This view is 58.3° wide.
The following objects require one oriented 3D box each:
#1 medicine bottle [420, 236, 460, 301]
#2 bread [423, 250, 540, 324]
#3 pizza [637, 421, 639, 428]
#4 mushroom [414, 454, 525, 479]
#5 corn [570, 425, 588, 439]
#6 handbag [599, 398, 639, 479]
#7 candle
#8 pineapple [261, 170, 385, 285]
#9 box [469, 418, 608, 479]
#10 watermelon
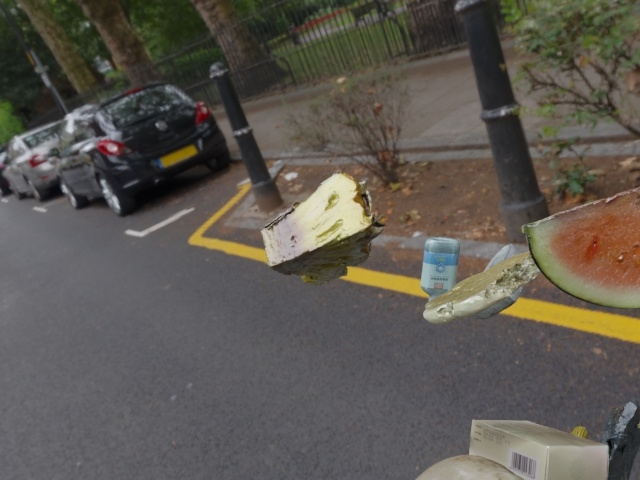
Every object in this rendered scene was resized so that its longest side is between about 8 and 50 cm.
[{"bbox_3d":[0.309,0.097,1.495,0.090,0.208,0.053,4,13,3],"label":"medicine bottle"},{"bbox_3d":[0.271,0.079,0.955,0.251,0.038,0.182,-25,-6,-37],"label":"bread"},{"bbox_3d":[0.371,0.166,0.571,0.109,0.122,0.026,-21,-13,24],"label":"pizza"},{"bbox_3d":[0.278,0.518,0.882,0.295,0.361,0.362,-4,15,-18],"label":"mushroom"},{"bbox_3d":[0.572,0.446,1.282,0.037,0.037,0.092,-2,10,43],"label":"corn"},{"bbox_3d":[0.691,0.495,1.343,0.089,0.270,0.175,21,0,34],"label":"handbag"},{"bbox_3d":[0.408,0.104,1.321,0.192,0.068,0.168,-54,2,10],"label":"candle"},{"bbox_3d":[0.000,0.000,0.926,0.186,0.236,0.114,-1,53,-28],"label":"pineapple"},{"bbox_3d":[0.435,0.431,1.161,0.168,0.094,0.212,7,-6,-25],"label":"box"},{"bbox_3d":[0.419,-0.017,0.739,0.304,0.159,0.128,-20,16,13],"label":"watermelon"}]
